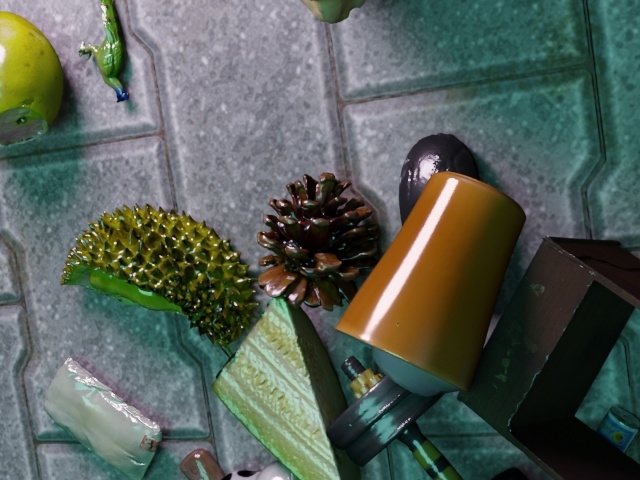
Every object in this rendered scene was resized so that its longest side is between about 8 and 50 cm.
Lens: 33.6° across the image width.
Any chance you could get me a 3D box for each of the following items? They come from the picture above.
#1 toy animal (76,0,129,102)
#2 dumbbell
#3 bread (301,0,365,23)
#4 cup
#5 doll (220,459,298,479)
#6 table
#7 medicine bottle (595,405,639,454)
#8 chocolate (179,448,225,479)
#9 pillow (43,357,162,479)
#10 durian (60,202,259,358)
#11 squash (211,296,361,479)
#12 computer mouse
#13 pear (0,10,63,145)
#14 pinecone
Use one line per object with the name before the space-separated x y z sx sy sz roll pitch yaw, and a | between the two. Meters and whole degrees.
toy animal | -0.346 -0.323 1.664 0.075 0.041 0.216 -6 92 23
dumbbell | 0.163 0.313 1.464 0.185 0.185 0.388 -44 80 23
bread | 0.031 -0.521 1.280 0.371 0.279 0.390 -33 75 0
cup | 0.149 0.061 1.339 0.182 0.226 0.264 25 84 14
doll | -0.087 0.399 1.629 0.181 0.110 0.106 -19 80 25
table | 0.370 0.170 1.298 0.282 0.196 0.250 38 111 36
medicine bottle | 0.371 0.316 1.446 0.051 0.051 0.191 32 109 16
chocolate | -0.188 0.390 1.715 0.064 0.031 0.100 -40 83 28
pillow | -0.364 0.300 1.766 0.229 0.051 0.128 32 117 17
durian | -0.255 0.049 1.666 0.352 0.158 0.169 18 140 20
squash | 0.003 0.233 1.560 0.289 0.111 0.203 39 107 11
computer mouse | 0.171 -0.039 1.464 0.122 0.073 0.217 -8 96 24
pear | -0.504 -0.268 1.673 0.187 0.187 0.219 -25 67 25
pinecone | -0.001 0.001 1.495 0.179 0.150 0.195 3 88 -21
